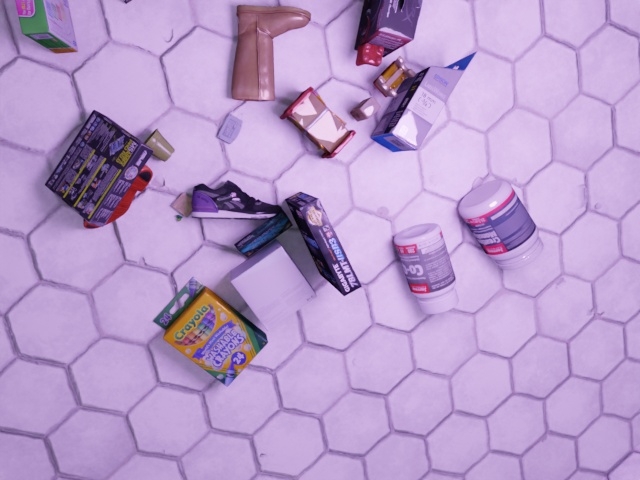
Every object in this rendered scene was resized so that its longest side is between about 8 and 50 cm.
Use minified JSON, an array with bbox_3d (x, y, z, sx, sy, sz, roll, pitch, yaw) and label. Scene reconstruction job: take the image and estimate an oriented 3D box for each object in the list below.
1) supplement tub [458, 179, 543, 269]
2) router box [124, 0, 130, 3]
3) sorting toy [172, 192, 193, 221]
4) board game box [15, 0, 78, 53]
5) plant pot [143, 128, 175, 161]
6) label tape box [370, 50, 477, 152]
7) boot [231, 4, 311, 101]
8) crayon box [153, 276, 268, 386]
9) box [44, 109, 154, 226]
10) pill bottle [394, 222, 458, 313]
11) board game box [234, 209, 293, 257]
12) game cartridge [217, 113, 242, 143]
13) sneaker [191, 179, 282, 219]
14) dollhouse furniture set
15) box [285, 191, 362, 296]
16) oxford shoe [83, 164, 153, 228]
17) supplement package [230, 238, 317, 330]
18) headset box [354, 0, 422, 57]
[{"bbox_3d":[0.619,-0.054,1.662,0.191,0.191,0.272,-38,104,-3],"label":"supplement tub"},{"bbox_3d":[-0.556,-0.756,1.382,0.092,0.038,0.122,-34,104,-5],"label":"router box"},{"bbox_3d":[-0.437,-0.102,1.537,0.062,0.012,0.083,41,87,-20],"label":"sorting toy"},{"bbox_3d":[-0.729,-0.675,1.259,0.064,0.242,0.316,-9,101,-9],"label":"board game box"},{"bbox_3d":[-0.487,-0.281,1.466,0.079,0.083,0.083,41,90,-27],"label":"plant pot"},{"bbox_3d":[0.307,-0.444,1.506,0.106,0.240,0.333,30,92,-13],"label":"label tape box"},{"bbox_3d":[-0.150,-0.561,1.477,0.237,0.089,0.269,2,99,1],"label":"boot"},{"bbox_3d":[-0.360,0.300,1.589,0.323,0.083,0.203,42,90,-15],"label":"crayon box"},{"bbox_3d":[-0.640,-0.209,1.399,0.216,0.060,0.270,34,92,18],"label":"box"},{"bbox_3d":[0.367,0.097,1.655,0.162,0.161,0.283,-22,103,-7],"label":"pill bottle"},{"bbox_3d":[-0.178,-0.019,1.548,0.186,0.126,0.026,-36,75,-3],"label":"board game box"},{"bbox_3d":[-0.281,-0.348,1.522,0.056,0.017,0.083,29,94,-11],"label":"game cartridge"},{"bbox_3d":[-0.259,-0.127,1.524,0.284,0.107,0.124,1,93,-12],"label":"sneaker"},{"bbox_3d":[0.079,-0.450,1.505,0.374,0.152,0.201,-46,105,-1],"label":"dollhouse furniture set"},{"bbox_3d":[0.000,0.000,1.497,0.074,0.295,0.293,-29,105,-7],"label":"box"},{"bbox_3d":[-0.625,-0.146,1.468,0.271,0.097,0.098,-43,72,5],"label":"oxford shoe"},{"bbox_3d":[-0.155,0.138,1.565,0.194,0.149,0.203,-35,105,-3],"label":"supplement package"},{"bbox_3d":[0.206,-0.681,1.415,0.110,0.293,0.217,10,99,-13],"label":"headset box"}]
